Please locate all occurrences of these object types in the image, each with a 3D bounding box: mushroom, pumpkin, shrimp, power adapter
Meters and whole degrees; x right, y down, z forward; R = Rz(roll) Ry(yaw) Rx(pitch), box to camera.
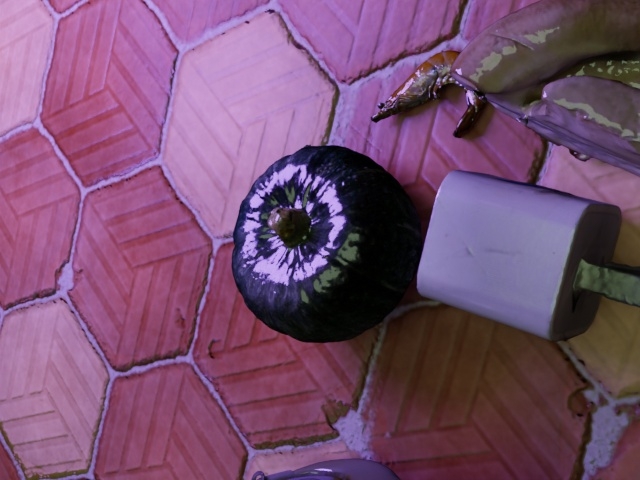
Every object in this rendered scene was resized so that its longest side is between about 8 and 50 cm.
[{"bbox_3d":[0.264,-0.139,0.744,0.286,0.156,0.151,28,94,18],"label":"mushroom"},{"bbox_3d":[0.001,0.002,0.909,0.212,0.152,0.211,-3,85,30],"label":"pumpkin"},{"bbox_3d":[0.110,-0.140,0.912,0.127,0.025,0.091,-25,78,29],"label":"shrimp"},{"bbox_3d":[0.211,0.020,0.783,0.205,0.130,0.125,18,100,32],"label":"power adapter"}]

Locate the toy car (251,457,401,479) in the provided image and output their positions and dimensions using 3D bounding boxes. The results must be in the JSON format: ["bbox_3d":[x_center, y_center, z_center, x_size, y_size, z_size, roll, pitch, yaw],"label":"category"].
[{"bbox_3d":[0.092,0.334,0.839,0.336,0.226,0.242,-15,82,59],"label":"toy car"}]
